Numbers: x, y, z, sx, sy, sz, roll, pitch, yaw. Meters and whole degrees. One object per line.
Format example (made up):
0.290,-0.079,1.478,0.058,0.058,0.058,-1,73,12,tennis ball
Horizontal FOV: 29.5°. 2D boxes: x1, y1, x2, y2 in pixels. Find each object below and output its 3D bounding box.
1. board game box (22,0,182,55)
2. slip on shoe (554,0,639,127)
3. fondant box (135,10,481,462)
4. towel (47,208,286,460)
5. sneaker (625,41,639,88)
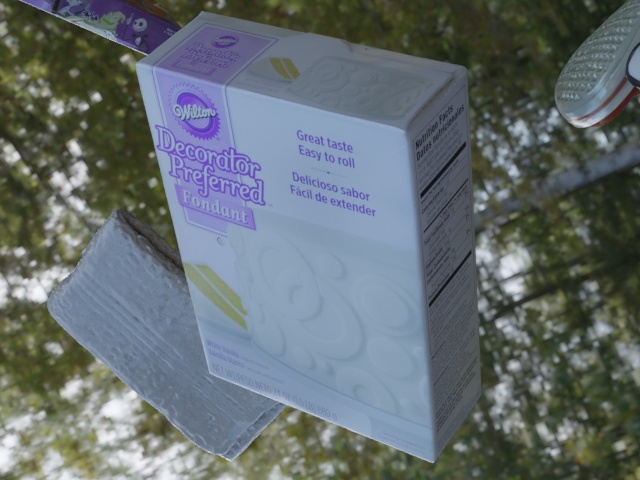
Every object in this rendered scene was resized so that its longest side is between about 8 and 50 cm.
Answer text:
-0.310,-0.289,1.157,0.347,0.056,0.208,19,-153,-45,board game box
0.299,-0.173,0.992,0.101,0.123,0.331,50,-132,0,slip on shoe
0.000,0.000,0.971,0.096,0.238,0.330,-46,-39,-39,fondant box
-0.155,0.106,1.325,0.282,0.187,0.049,42,-142,-1,towel
0.265,-0.064,0.718,0.127,0.182,0.315,57,-134,-16,sneaker
